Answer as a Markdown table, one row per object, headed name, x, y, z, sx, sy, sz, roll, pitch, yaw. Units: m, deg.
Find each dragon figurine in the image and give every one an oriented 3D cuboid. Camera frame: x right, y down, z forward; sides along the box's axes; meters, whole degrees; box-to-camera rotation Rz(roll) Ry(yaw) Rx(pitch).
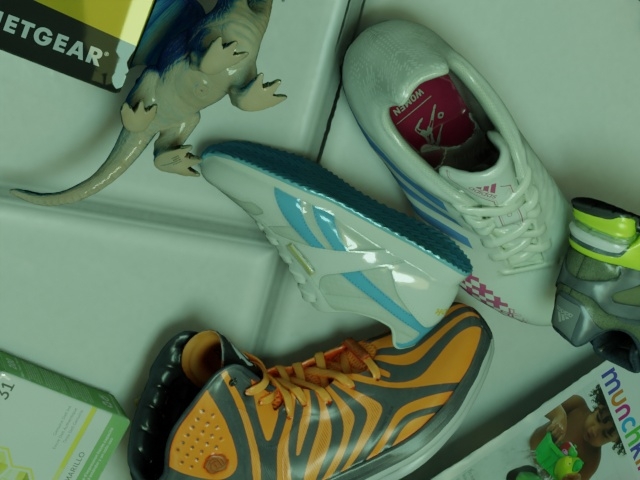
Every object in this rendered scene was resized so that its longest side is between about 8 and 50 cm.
| name | x | y | z | sx | sy | sz | roll | pitch | yaw |
| --- | --- | --- | --- | --- | --- | --- | --- | --- | --- |
| dragon figurine | -0.105 | -0.129 | 1.422 | 0.289 | 0.144 | 0.085 | -40 | 121 | 19 |

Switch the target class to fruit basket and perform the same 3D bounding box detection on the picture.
| name | x | y | z | sx | sy | sz | roll | pitch | yaw |
| --- | --- | --- | --- | --- | --- | --- | --- | --- | --- |
| fruit basket | 0.217 | 0.300 | 1.662 | 0.353 | 0.165 | 0.327 | -29 | 117 | -11 |

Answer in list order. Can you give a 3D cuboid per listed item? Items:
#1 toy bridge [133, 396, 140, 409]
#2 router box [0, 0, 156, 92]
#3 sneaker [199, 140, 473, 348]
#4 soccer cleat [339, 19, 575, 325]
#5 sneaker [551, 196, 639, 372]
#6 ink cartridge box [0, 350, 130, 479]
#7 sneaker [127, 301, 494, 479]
| name | x | y | z | sx | sy | sz | roll | pitch | yaw |
| --- | --- | --- | --- | --- | --- | --- | --- | --- | --- |
| toy bridge | -0.122 | 0.209 | 1.578 | 0.063 | 0.026 | 0.188 | -24 | 115 | -10 |
| router box | -0.235 | -0.269 | 1.281 | 0.309 | 0.081 | 0.243 | 20 | 102 | -9 |
| sneaker | 0.000 | 0.000 | 1.479 | 0.229 | 0.087 | 0.092 | 30 | 108 | 1 |
| soccer cleat | 0.130 | -0.033 | 1.513 | 0.116 | 0.143 | 0.331 | -41 | 118 | -1 |
| sneaker | 0.285 | 0.053 | 1.591 | 0.300 | 0.111 | 0.121 | 21 | 97 | -44 |
| ink cartridge box | -0.292 | 0.162 | 1.483 | 0.235 | 0.056 | 0.171 | 25 | 100 | -28 |
| sneaker | -0.013 | 0.121 | 1.515 | 0.321 | 0.124 | 0.180 | -39 | 120 | -13 |
